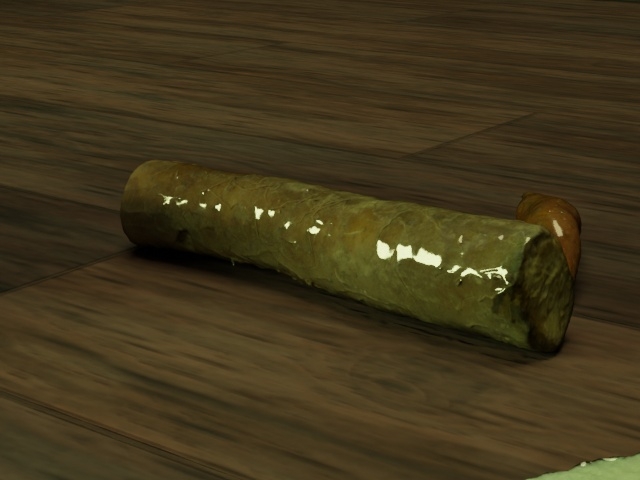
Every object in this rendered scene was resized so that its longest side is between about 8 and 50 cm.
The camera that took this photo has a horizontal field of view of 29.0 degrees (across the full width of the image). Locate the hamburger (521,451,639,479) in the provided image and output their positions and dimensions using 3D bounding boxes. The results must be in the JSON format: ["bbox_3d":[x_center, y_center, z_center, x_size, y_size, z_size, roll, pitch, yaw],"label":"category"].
[{"bbox_3d":[0.095,0.104,0.366,0.121,0.054,0.084,-4,21,-6],"label":"hamburger"}]

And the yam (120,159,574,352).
[{"bbox_3d":[0.000,0.000,0.689,0.299,0.066,0.066,12,21,39],"label":"yam"}]

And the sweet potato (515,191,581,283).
[{"bbox_3d":[0.136,-0.004,0.734,0.044,0.044,0.179,1,17,5],"label":"sweet potato"}]
